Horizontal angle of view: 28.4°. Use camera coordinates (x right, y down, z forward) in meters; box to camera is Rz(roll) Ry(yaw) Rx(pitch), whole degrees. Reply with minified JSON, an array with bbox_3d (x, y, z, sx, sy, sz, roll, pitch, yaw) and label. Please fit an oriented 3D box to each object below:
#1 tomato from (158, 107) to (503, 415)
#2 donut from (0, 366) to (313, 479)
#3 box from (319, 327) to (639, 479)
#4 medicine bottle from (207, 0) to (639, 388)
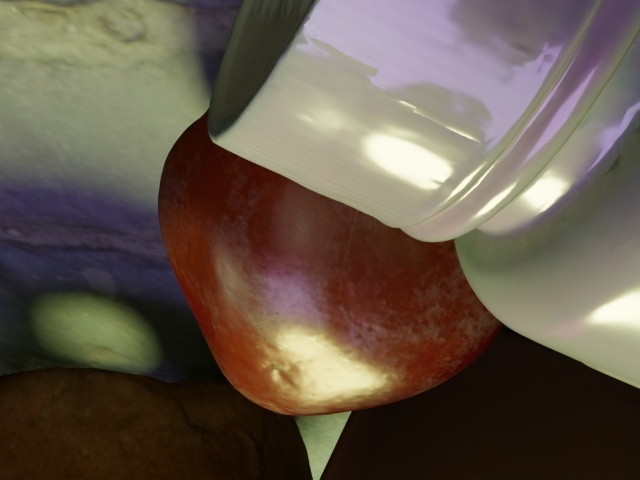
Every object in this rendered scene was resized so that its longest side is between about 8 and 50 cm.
[{"bbox_3d":[0.000,0.000,0.602,0.187,0.151,0.187,14,148,9],"label":"tomato"},{"bbox_3d":[-0.144,0.194,0.879,0.317,0.150,0.299,-16,153,32],"label":"donut"},{"bbox_3d":[0.155,0.221,0.713,0.339,0.239,0.229,17,144,15],"label":"box"},{"bbox_3d":[0.170,-0.037,0.425,0.379,0.213,0.213,23,145,-14],"label":"medicine bottle"}]
